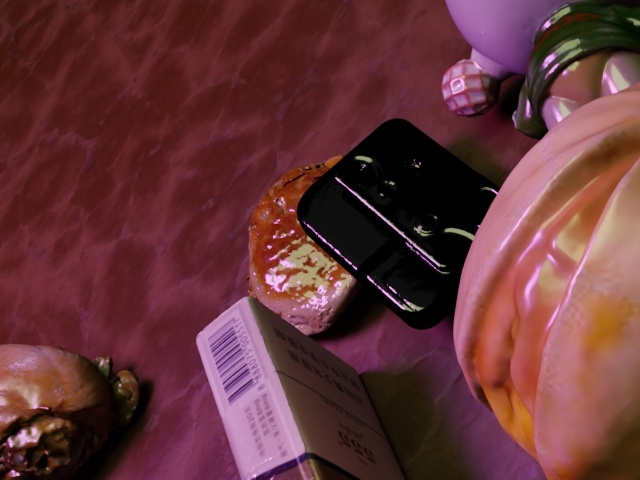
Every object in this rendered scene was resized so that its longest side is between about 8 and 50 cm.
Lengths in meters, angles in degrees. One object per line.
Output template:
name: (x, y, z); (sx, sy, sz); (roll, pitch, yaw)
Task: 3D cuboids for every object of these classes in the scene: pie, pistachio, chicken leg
pie: (0.000, 0.000, 1.112); (0.163, 0.079, 0.193); (-15, 50, 27)
pistachio: (0.221, 0.023, 0.770); (0.308, 0.230, 0.230); (-63, 37, 16)
chicken leg: (-0.387, 0.197, 1.312); (0.429, 0.153, 0.201); (-8, 45, 50)

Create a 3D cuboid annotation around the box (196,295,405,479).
box: (0.001, 0.178, 0.909); (0.071, 0.168, 0.259); (-39, 40, 14)

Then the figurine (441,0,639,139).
figurine: (0.209, -0.187, 0.977); (0.281, 0.167, 0.369); (-34, 52, 28)

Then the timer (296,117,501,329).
timer: (0.077, -0.023, 1.019); (0.144, 0.055, 0.187); (-42, 54, -9)
